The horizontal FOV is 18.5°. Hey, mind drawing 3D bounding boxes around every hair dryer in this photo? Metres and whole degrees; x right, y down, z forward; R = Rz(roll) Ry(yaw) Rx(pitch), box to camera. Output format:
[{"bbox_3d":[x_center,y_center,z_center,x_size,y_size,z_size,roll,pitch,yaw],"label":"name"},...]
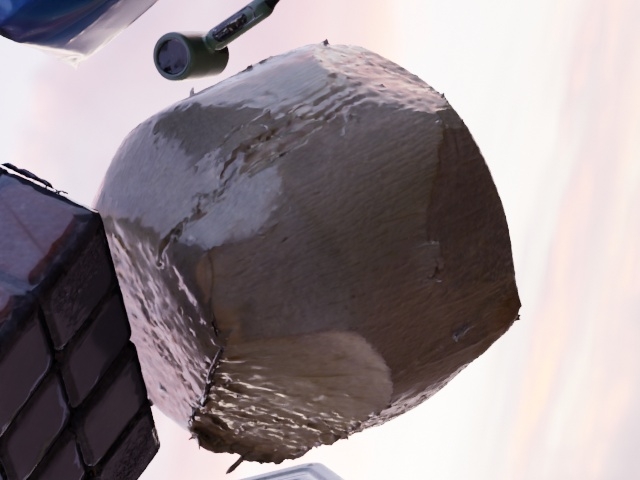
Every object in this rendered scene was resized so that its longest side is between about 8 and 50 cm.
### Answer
[{"bbox_3d":[-0.082,-0.198,1.808,0.047,0.150,0.071,61,-151,7],"label":"hair dryer"}]

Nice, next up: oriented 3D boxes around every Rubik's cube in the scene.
[{"bbox_3d":[-0.362,0.130,1.492,0.343,0.344,0.337,-53,-24,-28],"label":"Rubik's cube"}]

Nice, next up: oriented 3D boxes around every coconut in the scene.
[{"bbox_3d":[0.000,0.000,1.682,0.360,0.346,0.346,-28,-46,-29],"label":"coconut"}]

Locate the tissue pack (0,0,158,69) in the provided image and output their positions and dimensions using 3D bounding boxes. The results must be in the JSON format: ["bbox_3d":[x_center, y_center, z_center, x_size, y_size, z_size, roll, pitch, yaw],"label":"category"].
[{"bbox_3d":[-0.160,-0.276,1.549,0.263,0.146,0.198,-41,-9,7],"label":"tissue pack"}]

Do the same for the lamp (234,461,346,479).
[{"bbox_3d":[-0.078,0.297,1.976,0.269,0.266,0.047,-160,59,-70],"label":"lamp"}]
